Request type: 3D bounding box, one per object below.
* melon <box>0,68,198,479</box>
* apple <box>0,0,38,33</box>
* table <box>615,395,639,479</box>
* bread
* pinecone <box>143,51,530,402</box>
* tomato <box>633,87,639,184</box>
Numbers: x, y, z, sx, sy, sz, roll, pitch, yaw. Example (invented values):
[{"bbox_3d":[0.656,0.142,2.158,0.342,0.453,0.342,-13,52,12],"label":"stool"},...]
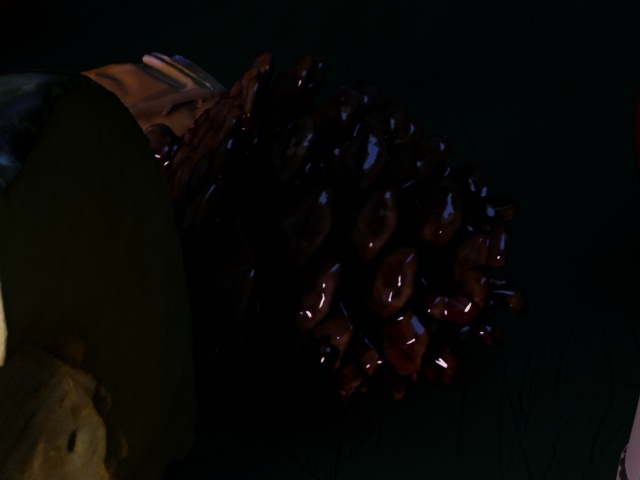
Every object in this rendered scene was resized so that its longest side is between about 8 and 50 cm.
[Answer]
[{"bbox_3d":[-0.186,0.054,0.859,0.331,0.344,0.226,-6,36,-22],"label":"melon"},{"bbox_3d":[-0.338,-0.270,1.583,0.182,0.155,0.182,3,16,-1],"label":"apple"},{"bbox_3d":[0.204,0.157,0.840,0.126,0.220,0.126,5,31,-3],"label":"table"},{"bbox_3d":[-0.172,-0.044,1.223,0.107,0.136,0.241,29,39,36],"label":"bread"},{"bbox_3d":[0.000,0.000,1.100,0.272,0.224,0.224,25,28,-12],"label":"pinecone"},{"bbox_3d":[0.391,-0.095,1.211,0.290,0.325,0.293,43,31,11],"label":"tomato"}]
